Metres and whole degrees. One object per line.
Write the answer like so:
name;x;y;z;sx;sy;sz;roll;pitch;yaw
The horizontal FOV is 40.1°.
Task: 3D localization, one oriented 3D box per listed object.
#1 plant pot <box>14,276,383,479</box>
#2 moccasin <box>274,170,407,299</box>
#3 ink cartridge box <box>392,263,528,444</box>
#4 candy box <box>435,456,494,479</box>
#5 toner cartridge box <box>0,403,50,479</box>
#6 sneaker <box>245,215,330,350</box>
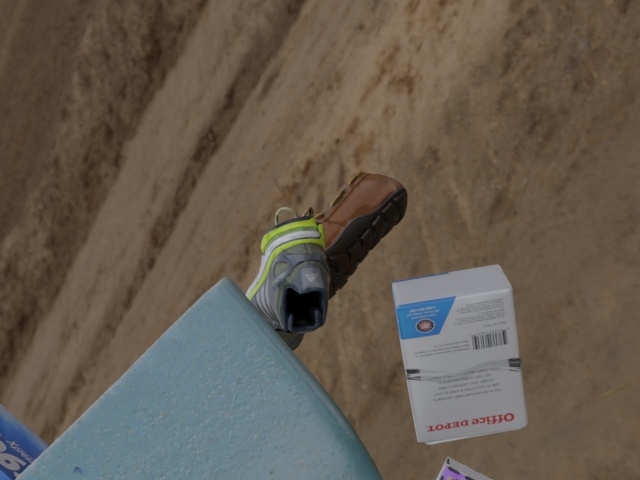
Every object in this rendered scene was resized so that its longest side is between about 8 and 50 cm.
plant pot;-0.059;0.229;0.726;0.248;0.252;0.247;-44;-17;-10
moccasin;0.000;-0.002;1.583;0.147;0.139;0.380;28;60;28
ink cartridge box;0.181;0.149;1.145;0.086;0.148;0.203;-92;-8;-69
candy box;0.324;0.587;1.880;0.165;0.196;0.070;-65;-8;8
toner cartridge box;-0.529;0.298;1.324;0.075;0.347;0.165;-57;-17;1
sneaker;-0.048;0.098;1.298;0.300;0.111;0.121;101;158;-53
